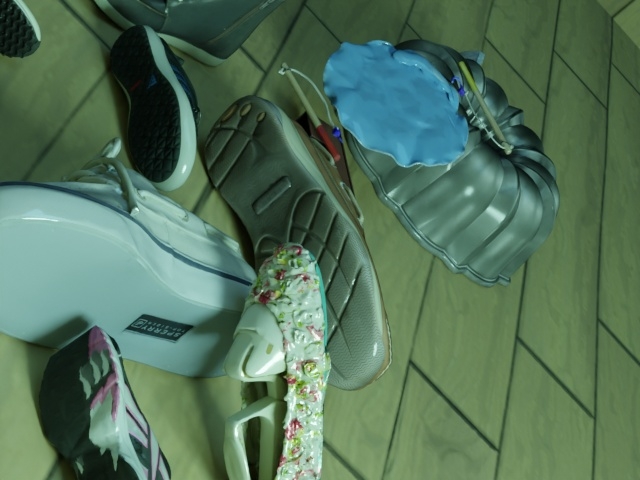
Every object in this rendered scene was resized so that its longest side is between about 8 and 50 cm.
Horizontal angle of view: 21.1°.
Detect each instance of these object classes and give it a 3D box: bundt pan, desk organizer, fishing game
[{"bbox_3d":[0.173,-0.110,2.089,0.331,0.124,0.331,40,27,-26],"label":"bundt pan"},{"bbox_3d":[-0.003,-0.075,1.826,0.050,0.047,0.130,31,31,-34],"label":"desk organizer"},{"bbox_3d":[0.080,-0.149,1.917,0.264,0.041,0.189,-9,58,-37],"label":"fishing game"}]

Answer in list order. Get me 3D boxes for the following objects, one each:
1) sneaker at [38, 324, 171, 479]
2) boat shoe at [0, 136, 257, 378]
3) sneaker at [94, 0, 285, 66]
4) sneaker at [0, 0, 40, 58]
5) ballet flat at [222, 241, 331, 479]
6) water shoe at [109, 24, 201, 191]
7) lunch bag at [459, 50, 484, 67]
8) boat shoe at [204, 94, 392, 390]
[{"bbox_3d":[-0.150,0.152,1.254,0.077,0.072,0.178,35,35,-57],"label":"sneaker"},{"bbox_3d":[-0.166,-0.007,1.345,0.367,0.136,0.156,22,38,-53],"label":"boat shoe"},{"bbox_3d":[-0.140,-0.265,1.761,0.222,0.118,0.083,19,40,-51],"label":"sneaker"},{"bbox_3d":[-0.302,-0.233,1.509,0.161,0.057,0.075,41,32,-15],"label":"sneaker"},{"bbox_3d":[-0.038,0.123,1.339,0.077,0.091,0.241,-4,96,-37],"label":"ballet flat"},{"bbox_3d":[-0.139,-0.122,1.624,0.080,0.073,0.203,30,33,-44],"label":"water shoe"},{"bbox_3d":[0.184,-0.214,2.297,0.053,0.083,0.071,46,24,-12],"label":"lunch bag"},{"bbox_3d":[0.000,0.000,1.645,0.116,0.123,0.324,21,40,-52],"label":"boat shoe"}]
